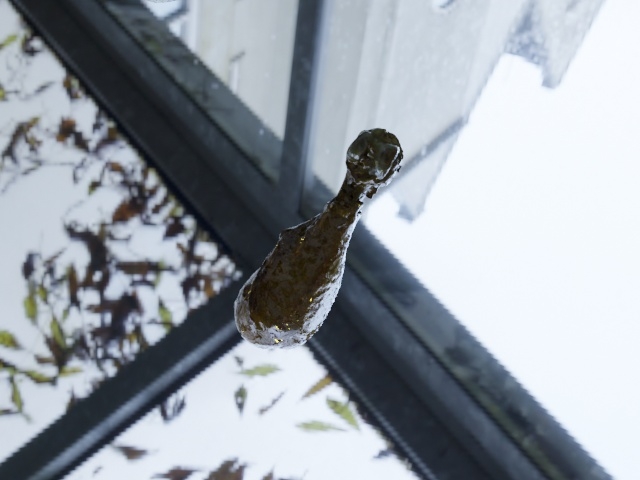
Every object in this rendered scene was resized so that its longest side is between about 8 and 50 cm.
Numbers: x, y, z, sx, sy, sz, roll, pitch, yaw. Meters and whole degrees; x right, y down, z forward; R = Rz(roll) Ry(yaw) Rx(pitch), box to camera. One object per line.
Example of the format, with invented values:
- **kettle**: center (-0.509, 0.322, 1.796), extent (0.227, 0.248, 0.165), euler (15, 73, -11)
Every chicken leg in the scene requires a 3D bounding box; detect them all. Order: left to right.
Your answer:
- **chicken leg**: center (0.003, 0.002, 1.205), extent (0.087, 0.251, 0.107), euler (33, -166, 1)

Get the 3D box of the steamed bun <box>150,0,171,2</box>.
- **steamed bun**: center (-0.206, -0.492, 1.468), extent (0.236, 0.247, 0.383), euler (7, -101, -37)
